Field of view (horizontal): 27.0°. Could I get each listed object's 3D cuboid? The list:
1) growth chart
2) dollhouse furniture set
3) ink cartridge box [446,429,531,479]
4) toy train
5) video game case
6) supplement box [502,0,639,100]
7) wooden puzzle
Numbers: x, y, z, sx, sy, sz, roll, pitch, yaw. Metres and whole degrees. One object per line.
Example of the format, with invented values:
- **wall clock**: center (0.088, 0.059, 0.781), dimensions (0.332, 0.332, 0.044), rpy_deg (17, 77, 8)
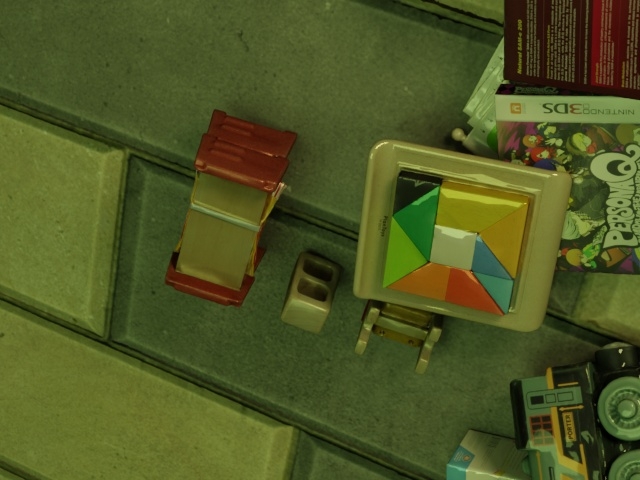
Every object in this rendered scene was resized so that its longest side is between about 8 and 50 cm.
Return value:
- **growth chart**: center (0.258, -0.168, 1.575), dimensions (0.172, 0.021, 0.237), rpy_deg (29, 124, 11)
- **dollhouse furniture set**: center (0.000, 0.000, 1.736), dimensions (0.374, 0.152, 0.201), rpy_deg (19, 121, -2)
- **ink cartridge box**: center (0.249, 0.325, 1.769), dimensions (0.143, 0.092, 0.090), rpy_deg (10, 118, 23)
- **toy train**: center (0.342, 0.296, 1.633), dimensions (0.190, 0.142, 0.334), rpy_deg (-9, 83, 22)
- **video game case**: center (0.315, -0.070, 1.562), dimensions (0.210, 0.042, 0.232), rpy_deg (4, 118, 20)
- **supplement box**: center (0.316, -0.226, 1.433), dimensions (0.239, 0.073, 0.130), rpy_deg (14, 120, 33)
- **wooden puzzle**: center (0.164, 0.000, 1.588), dimensions (0.239, 0.044, 0.221), rpy_deg (10, 120, 7)
